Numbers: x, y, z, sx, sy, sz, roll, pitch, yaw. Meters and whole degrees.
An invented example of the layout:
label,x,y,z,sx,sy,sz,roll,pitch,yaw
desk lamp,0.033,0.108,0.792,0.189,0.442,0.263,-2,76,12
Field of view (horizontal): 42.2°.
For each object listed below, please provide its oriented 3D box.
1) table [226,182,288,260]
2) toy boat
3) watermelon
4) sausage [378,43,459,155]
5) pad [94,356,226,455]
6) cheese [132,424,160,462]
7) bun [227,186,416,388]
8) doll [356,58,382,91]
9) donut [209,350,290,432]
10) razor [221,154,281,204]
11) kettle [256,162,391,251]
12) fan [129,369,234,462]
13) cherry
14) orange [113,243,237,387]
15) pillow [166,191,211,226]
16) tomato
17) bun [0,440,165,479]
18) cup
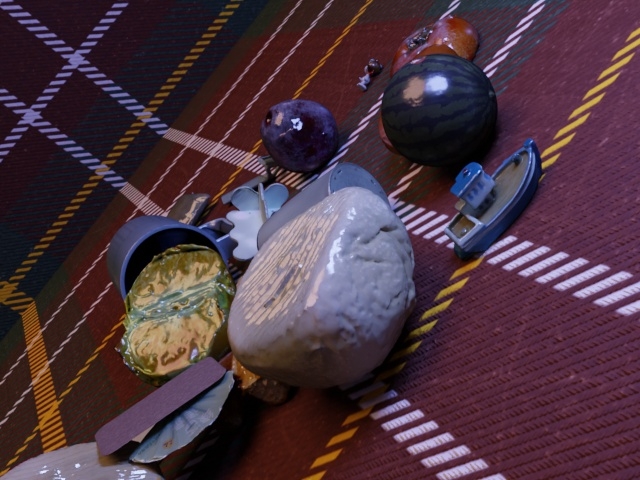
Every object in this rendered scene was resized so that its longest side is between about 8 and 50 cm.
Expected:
label,x,y,z,sx,sy,sz,roll,pitch,yaw
table,-0.123,-0.017,1.865,0.166,0.166,0.198,-43,33,17
toy boat,0.268,-0.075,1.324,0.215,0.102,0.088,-48,27,5
watermelon,0.216,-0.237,1.511,0.212,0.212,0.212,-39,27,24
sausage,0.206,-0.286,1.692,0.258,0.133,0.133,-59,25,-12
pad,-0.302,0.306,1.557,0.266,0.002,0.176,-33,14,-16
cheese,-0.361,0.397,1.803,0.127,0.050,0.255,-34,29,33
bun,0.022,0.095,1.352,0.349,0.227,0.352,-52,22,-3
doll,0.125,-0.431,2.151,0.058,0.040,0.085,-39,19,54
donut,-0.134,0.268,1.551,0.217,0.085,0.141,-33,29,33
razor,-0.188,-0.161,2.302,0.111,0.056,0.278,-22,-9,-44
kettle,0.000,0.000,1.632,0.255,0.165,0.240,-31,59,39
fan,-0.240,0.317,1.484,0.240,0.009,0.131,-40,31,-15
cherry,-0.057,-0.260,2.046,0.195,0.195,0.195,-39,27,24
orange,-0.288,0.173,1.809,0.262,0.196,0.334,-38,36,14
pillow,-0.445,-0.026,2.520,0.302,0.075,0.185,-58,27,-14
tomato,0.238,-0.411,1.858,0.237,0.095,0.237,-39,26,23
bun,-0.410,0.505,1.461,0.361,0.213,0.361,-5,16,1
cup,-0.378,0.041,2.091,0.331,0.257,0.311,-56,23,-7
